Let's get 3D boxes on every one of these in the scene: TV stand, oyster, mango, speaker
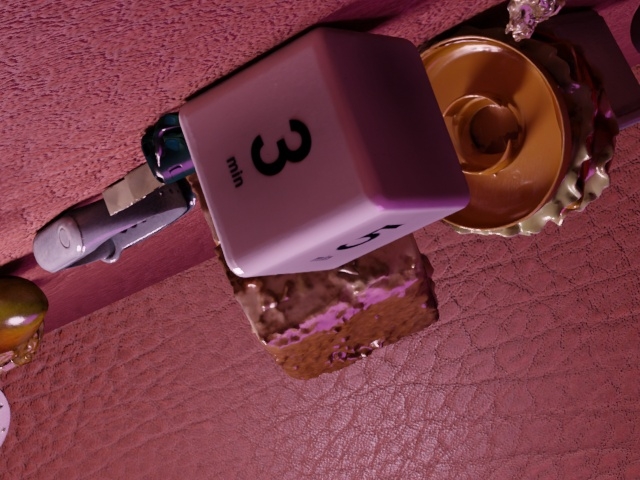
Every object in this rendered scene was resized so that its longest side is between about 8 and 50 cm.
[{"bbox_3d":[-0.172,-0.090,1.836,0.249,0.036,0.042,-25,178,35],"label":"TV stand"},{"bbox_3d":[0.264,-0.284,1.700,0.108,0.053,0.165,-35,178,-39],"label":"oyster"},{"bbox_3d":[-0.474,0.109,2.290,0.133,0.111,0.267,-4,168,-31],"label":"mango"},{"bbox_3d":[-0.149,-0.099,1.617,0.075,0.060,0.094,-25,177,-1],"label":"speaker"}]

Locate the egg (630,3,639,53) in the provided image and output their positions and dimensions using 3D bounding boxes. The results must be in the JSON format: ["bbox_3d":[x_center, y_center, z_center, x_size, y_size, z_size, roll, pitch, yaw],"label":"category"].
[{"bbox_3d":[0.554,-0.326,2.273,0.198,0.146,0.146,-17,177,-4],"label":"egg"}]

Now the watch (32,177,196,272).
[{"bbox_3d":[-0.273,-0.020,2.031,0.193,0.068,0.206,-21,174,-34],"label":"watch"}]

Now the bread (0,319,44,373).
[{"bbox_3d":[-0.566,0.169,2.579,0.230,0.123,0.230,-21,178,-1],"label":"bread"}]

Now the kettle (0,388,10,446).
[{"bbox_3d":[-0.516,0.167,1.838,0.210,0.243,0.160,-4,121,-37],"label":"kettle"}]

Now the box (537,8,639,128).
[{"bbox_3d":[0.339,-0.215,2.153,0.175,0.182,0.312,-25,179,28],"label":"box"}]

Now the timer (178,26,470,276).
[{"bbox_3d":[0.005,-0.086,1.562,0.195,0.192,0.194,-25,168,31],"label":"timer"}]

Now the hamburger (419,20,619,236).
[{"bbox_3d":[0.238,-0.139,1.924,0.274,0.274,0.212,-26,174,32],"label":"hamburger"}]

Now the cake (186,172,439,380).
[{"bbox_3d":[0.000,0.000,2.017,0.255,0.290,0.282,-27,159,1],"label":"cake"}]
